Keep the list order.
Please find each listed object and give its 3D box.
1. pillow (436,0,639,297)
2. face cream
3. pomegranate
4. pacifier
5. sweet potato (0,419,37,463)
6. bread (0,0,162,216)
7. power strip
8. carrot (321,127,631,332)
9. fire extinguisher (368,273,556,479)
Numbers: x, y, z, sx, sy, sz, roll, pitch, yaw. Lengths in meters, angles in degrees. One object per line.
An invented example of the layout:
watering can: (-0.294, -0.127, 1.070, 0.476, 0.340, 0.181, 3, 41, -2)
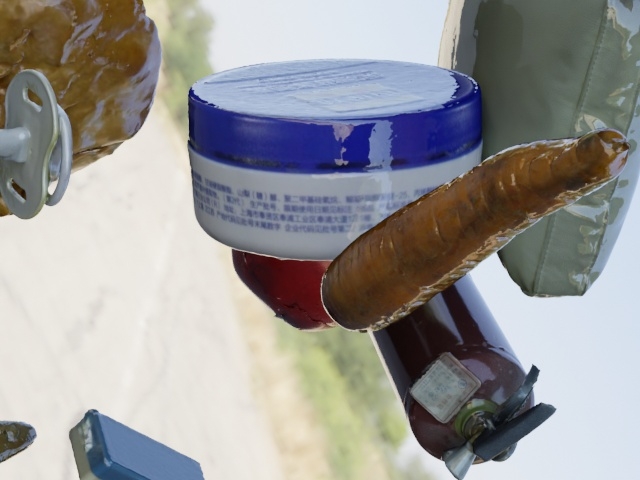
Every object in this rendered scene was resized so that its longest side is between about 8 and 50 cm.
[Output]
pillow: (0.162, -0.133, 1.316, 0.322, 0.120, 0.255, -102, -162, -58)
face cream: (0.011, -0.057, 1.246, 0.206, 0.206, 0.111, -121, -153, -71)
pomegranate: (0.000, 0.000, 2.145, 0.210, 0.210, 0.235, 65, 20, -3)
pacifier: (-0.167, -0.049, 0.956, 0.068, 0.064, 0.083, 41, -55, 46)
sweet potato: (-0.455, 0.239, 1.844, 0.098, 0.310, 0.124, 80, 9, -47)
bread: (-0.365, -0.198, 1.764, 0.398, 0.398, 0.215, 67, 10, -46)
power strip: (-0.129, 0.168, 1.286, 0.123, 0.032, 0.056, 35, 20, -43)
carrot: (0.085, -0.010, 1.005, 0.248, 0.059, 0.059, -33, -101, 44)
fire extinguisher: (0.097, 0.085, 1.308, 0.269, 0.105, 0.105, -112, 178, -63)
